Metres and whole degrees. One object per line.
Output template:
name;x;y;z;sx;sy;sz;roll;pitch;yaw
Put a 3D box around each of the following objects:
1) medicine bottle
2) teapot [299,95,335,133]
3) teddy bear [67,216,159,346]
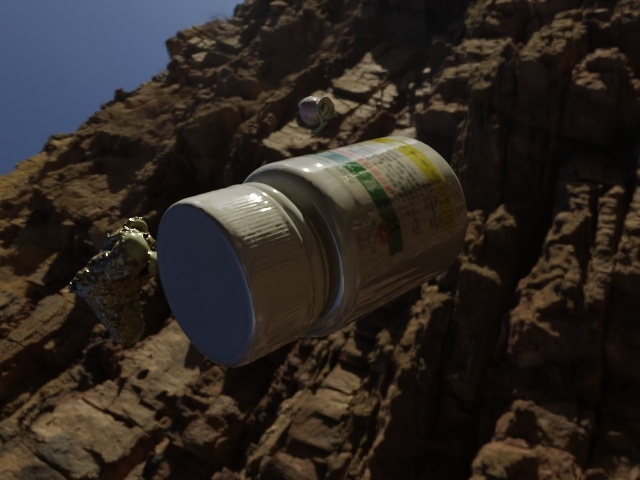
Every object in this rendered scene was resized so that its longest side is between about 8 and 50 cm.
medicine bottle;0.000;0.000;0.644;0.340;0.208;0.208;-20;-66;-41
teapot;-0.005;-0.277;1.187;0.064;0.064;0.083;-5;-83;-39
teddy bear;-0.428;0.068;1.193;0.256;0.156;0.266;-74;-6;-69
